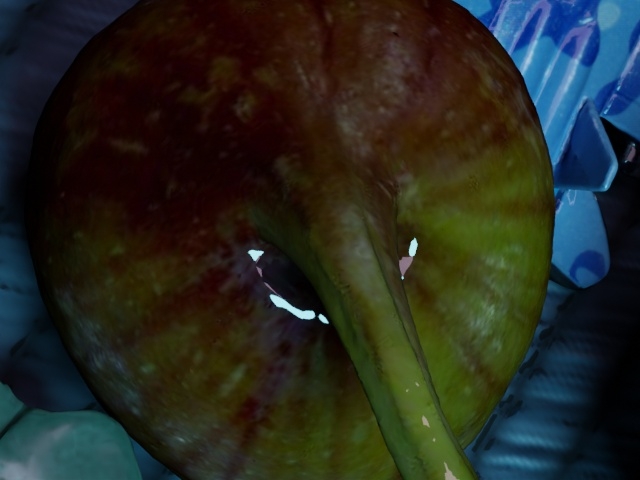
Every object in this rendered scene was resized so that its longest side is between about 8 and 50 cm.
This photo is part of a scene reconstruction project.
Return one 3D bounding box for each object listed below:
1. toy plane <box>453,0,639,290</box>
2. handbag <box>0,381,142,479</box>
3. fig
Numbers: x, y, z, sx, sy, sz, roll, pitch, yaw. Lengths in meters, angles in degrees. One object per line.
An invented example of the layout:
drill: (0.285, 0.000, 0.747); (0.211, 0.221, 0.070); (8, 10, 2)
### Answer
toy plane: (0.099, -0.115, 0.706); (0.169, 0.078, 0.246); (24, 75, -19)
handbag: (-0.195, 0.081, 0.514); (0.326, 0.089, 0.238); (44, 63, -9)
fig: (-0.003, -0.006, 0.558); (0.175, 0.207, 0.175); (0, 85, -4)
